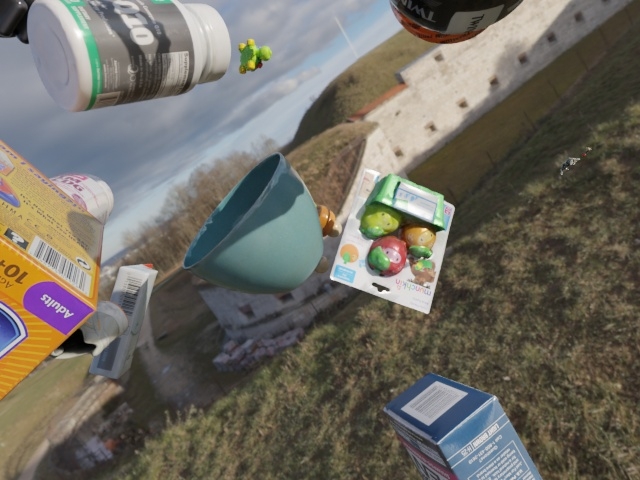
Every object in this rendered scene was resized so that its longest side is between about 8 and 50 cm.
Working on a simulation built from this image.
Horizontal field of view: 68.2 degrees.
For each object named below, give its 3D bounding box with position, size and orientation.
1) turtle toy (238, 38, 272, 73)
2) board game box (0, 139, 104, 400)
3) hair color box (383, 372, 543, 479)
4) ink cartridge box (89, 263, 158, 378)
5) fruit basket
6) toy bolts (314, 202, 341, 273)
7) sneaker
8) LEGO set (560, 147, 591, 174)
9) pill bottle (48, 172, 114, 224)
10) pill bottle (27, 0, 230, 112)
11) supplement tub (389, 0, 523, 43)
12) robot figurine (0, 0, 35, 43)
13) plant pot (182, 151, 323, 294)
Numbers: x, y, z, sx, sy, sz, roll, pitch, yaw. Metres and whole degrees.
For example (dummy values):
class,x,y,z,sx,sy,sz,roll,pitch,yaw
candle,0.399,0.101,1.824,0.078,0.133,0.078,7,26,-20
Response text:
class,x,y,z,sx,sy,sz,roll,pitch,yaw
turtle toy,-0.207,-0.577,1.487,0.066,0.095,0.130,-3,3,-41
board game box,-0.577,0.037,0.661,0.356,0.356,0.356,-43,30,-2
hair color box,0.241,0.373,0.664,0.105,0.347,0.174,-31,3,-15
ink cartridge box,-0.583,0.234,1.498,0.385,0.091,0.309,165,119,-84
fruit basket,0.227,-0.003,1.389,0.165,0.326,0.353,142,147,-68
toy bolts,0.000,0.000,1.569,0.229,0.158,0.218,-64,23,-6
sneaker,-0.520,0.173,0.913,0.262,0.099,0.121,-2,22,6
LEGO set,0.592,-0.191,1.108,0.083,0.023,0.054,-44,-15,14
pill bottle,-0.575,-0.065,1.063,0.160,0.160,0.283,-32,18,2
pill bottle,-0.381,-0.400,0.994,0.204,0.204,0.361,-20,7,46
supplement tub,0.162,-0.363,0.489,0.207,0.207,0.338,-32,-7,1
robot figurine,-0.771,-0.593,1.105,0.173,0.278,0.209,-40,-6,-23
plant pot,-0.107,-0.004,0.959,0.290,0.195,0.290,-41,23,21
